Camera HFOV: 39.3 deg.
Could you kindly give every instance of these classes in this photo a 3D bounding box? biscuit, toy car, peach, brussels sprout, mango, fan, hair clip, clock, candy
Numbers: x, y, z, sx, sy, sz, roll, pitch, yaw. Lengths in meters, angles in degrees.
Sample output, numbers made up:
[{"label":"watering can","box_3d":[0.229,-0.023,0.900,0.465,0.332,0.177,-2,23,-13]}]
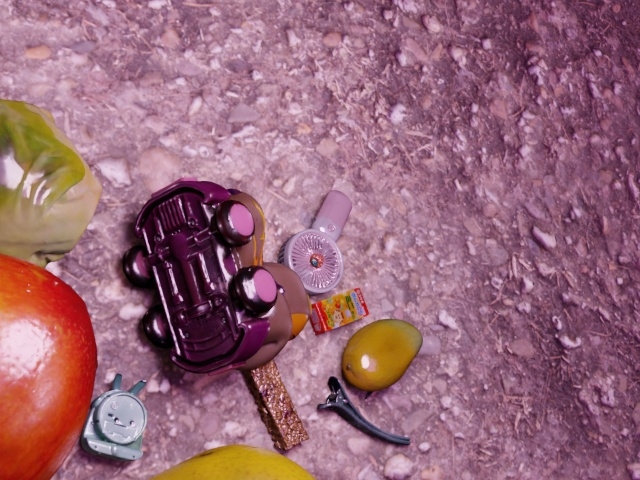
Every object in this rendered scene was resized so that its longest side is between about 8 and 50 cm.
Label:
[{"label":"biscuit","box_3d":[-0.089,0.289,1.650,0.064,0.034,0.199,-24,88,-38]},{"label":"toy car","box_3d":[-0.160,0.060,1.558,0.240,0.271,0.340,-7,78,-55]},{"label":"peach","box_3d":[-0.477,0.191,1.196,0.388,0.388,0.388,12,69,-32]},{"label":"brussels sprout","box_3d":[-0.494,-0.097,1.351,0.344,0.268,0.344,19,59,-35]},{"label":"mango","box_3d":[0.124,0.224,1.779,0.195,0.092,0.130,-18,74,-33]},{"label":"fan","box_3d":[0.000,0.000,1.782,0.130,0.074,0.244,36,57,-19]},{"label":"hair clip","box_3d":[0.090,0.355,1.758,0.229,0.039,0.070,39,57,-24]},{"label":"clock","box_3d":[-0.332,0.291,1.476,0.101,0.041,0.135,21,64,-28]},{"label":"candy","box_3d":[0.034,0.140,1.781,0.122,0.038,0.062,-17,85,-37]}]

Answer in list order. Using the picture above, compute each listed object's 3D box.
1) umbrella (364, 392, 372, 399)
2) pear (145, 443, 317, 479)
[{"label":"umbrella","box_3d":[0.131,0.272,1.821,0.149,0.022,0.022,-41,136,-28]},{"label":"pear","box_3d":[-0.137,0.468,1.363,0.387,0.191,0.340,5,66,-3]}]
